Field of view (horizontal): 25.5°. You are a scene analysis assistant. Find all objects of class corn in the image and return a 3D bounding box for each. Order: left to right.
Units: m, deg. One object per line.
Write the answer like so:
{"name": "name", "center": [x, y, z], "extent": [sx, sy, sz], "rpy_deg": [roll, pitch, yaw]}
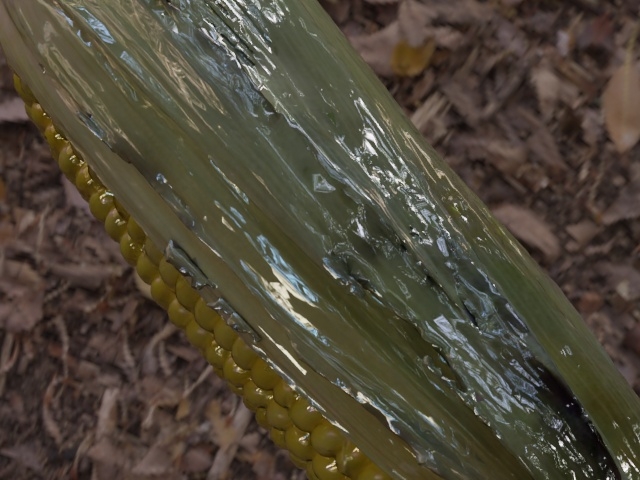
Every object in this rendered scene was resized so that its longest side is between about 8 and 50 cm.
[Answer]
{"name": "corn", "center": [0.003, -0.003, 0.495], "extent": [0.122, 0.123, 0.305], "rpy_deg": [-36, 78, -25]}
